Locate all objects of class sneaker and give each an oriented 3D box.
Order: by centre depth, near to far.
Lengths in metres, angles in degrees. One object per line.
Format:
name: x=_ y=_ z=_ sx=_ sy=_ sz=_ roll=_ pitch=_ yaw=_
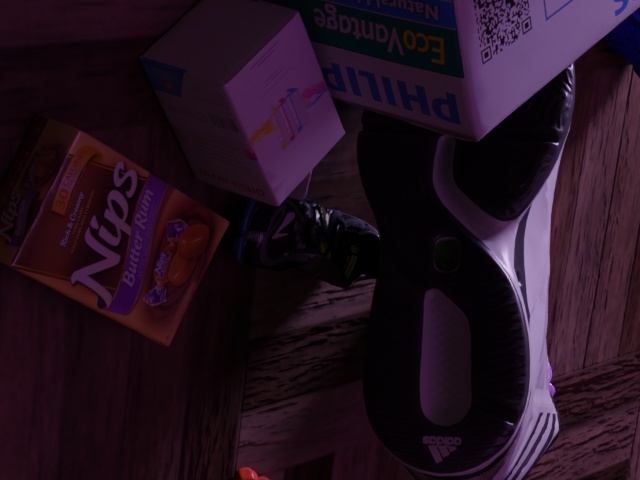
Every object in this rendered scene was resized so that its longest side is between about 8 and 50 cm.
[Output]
sneaker: x=0.000 y=0.000 z=1.523 sx=0.188 sy=0.078 sz=0.067 roll=11 pitch=97 yaw=-51
sneaker: x=0.125 y=0.017 z=1.561 sx=0.257 sy=0.169 sz=0.447 roll=69 pitch=27 yaw=-63

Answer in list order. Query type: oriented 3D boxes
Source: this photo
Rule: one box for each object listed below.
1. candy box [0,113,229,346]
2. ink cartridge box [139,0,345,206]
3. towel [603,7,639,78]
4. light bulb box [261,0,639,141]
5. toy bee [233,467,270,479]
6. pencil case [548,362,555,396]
candy box: x=-0.157 y=-0.004 z=1.356 sx=0.186 sy=0.053 sz=0.109 roll=32 pitch=81 yaw=-50
ink cartridge box: x=-0.054 y=-0.102 z=1.403 sx=0.090 sy=0.092 sz=0.143 roll=-48 pitch=138 yaw=-26
towel: x=0.314 y=-0.303 z=1.755 sx=0.308 sy=0.076 sz=0.227 roll=37 pitch=76 yaw=-52
light bulb box: x=0.111 y=-0.329 z=1.393 sx=0.358 sy=0.225 sz=0.361 roll=-39 pitch=133 yaw=-34
toy bee: x=-0.047 y=0.283 z=1.560 sx=0.298 sy=0.162 sz=0.195 roll=-28 pitch=139 yaw=-9
pencil case: x=0.155 y=0.076 z=1.732 sx=0.086 sy=0.088 sz=0.206 roll=-60 pitch=143 yaw=-26
